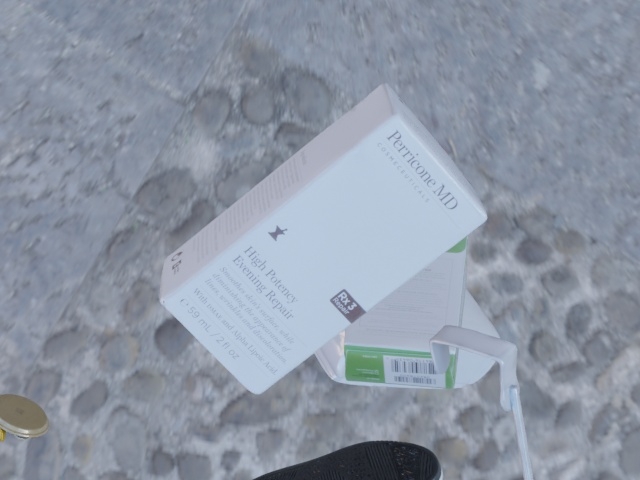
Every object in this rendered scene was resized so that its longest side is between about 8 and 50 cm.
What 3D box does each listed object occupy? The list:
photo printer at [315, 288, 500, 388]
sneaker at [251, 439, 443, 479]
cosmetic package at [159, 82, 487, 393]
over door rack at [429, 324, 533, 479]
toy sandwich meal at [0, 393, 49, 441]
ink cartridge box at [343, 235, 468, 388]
[{"bbox_3d":[0.059,0.048,1.718,0.256,0.307,0.107,8,126,-39],"label":"photo printer"},{"bbox_3d":[0.045,0.385,1.841,0.296,0.123,0.178,-15,130,16],"label":"sneaker"},{"bbox_3d":[0.000,0.000,1.038,0.231,0.085,0.117,-39,111,12],"label":"cosmetic package"},{"bbox_3d":[0.106,0.247,0.808,0.108,0.239,0.324,-8,112,40],"label":"over door rack"},{"bbox_3d":[-0.359,0.210,1.581,0.086,0.085,0.029,25,111,-8],"label":"toy sandwich meal"},{"bbox_3d":[0.091,0.046,1.360,0.109,0.209,0.062,4,139,8],"label":"ink cartridge box"}]
